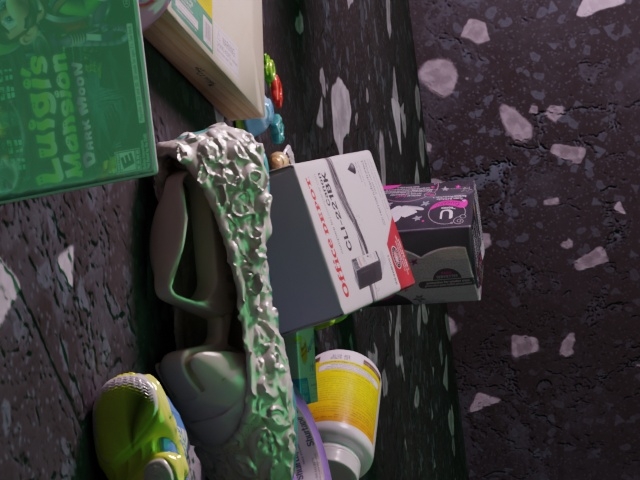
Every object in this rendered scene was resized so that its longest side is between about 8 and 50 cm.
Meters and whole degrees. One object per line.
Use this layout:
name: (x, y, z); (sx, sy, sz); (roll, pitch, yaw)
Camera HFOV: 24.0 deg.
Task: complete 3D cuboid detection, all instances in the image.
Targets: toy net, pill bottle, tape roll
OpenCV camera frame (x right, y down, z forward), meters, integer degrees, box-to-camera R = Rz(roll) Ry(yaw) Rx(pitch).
toy net: (-0.069, -0.139, 2.033); (0.232, 0.045, 0.122); (74, 14, -52)
pill bottle: (0.022, 0.265, 2.153); (0.215, 0.117, 0.117); (-80, 162, -52)
tape roll: (-0.055, 0.257, 1.748); (0.189, 0.080, 0.189); (-20, 90, -77)

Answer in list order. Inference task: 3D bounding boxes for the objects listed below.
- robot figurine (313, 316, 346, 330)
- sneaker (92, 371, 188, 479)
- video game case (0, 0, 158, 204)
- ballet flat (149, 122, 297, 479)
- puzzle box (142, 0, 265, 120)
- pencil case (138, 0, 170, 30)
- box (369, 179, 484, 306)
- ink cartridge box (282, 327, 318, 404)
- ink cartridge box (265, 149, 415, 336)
robot figurine: (0.010, 0.085, 2.284); (0.115, 0.067, 0.101); (61, 27, -65)
sneaker: (-0.146, 0.240, 1.371); (0.126, 0.091, 0.240); (26, 60, -78)
video game case: (-0.205, -0.131, 1.141); (0.173, 0.022, 0.190); (-14, 102, -42)
ballet flat: (-0.119, 0.081, 1.558); (0.147, 0.147, 0.409); (19, 64, -78)
puzzle box: (-0.138, -0.319, 1.714); (0.409, 0.052, 0.272); (44, 44, -73)
pencil case: (-0.206, -0.287, 1.197); (0.284, 0.124, 0.124); (70, 20, -55)
box: (0.142, 0.010, 2.514); (0.142, 0.247, 0.163); (-76, 159, -53)
ink cartridge box: (-0.047, 0.127, 1.990); (0.104, 0.061, 0.181); (13, 73, -78)
ink cartridge box: (0.000, 0.000, 1.920); (0.273, 0.114, 0.197); (-18, 89, -66)
